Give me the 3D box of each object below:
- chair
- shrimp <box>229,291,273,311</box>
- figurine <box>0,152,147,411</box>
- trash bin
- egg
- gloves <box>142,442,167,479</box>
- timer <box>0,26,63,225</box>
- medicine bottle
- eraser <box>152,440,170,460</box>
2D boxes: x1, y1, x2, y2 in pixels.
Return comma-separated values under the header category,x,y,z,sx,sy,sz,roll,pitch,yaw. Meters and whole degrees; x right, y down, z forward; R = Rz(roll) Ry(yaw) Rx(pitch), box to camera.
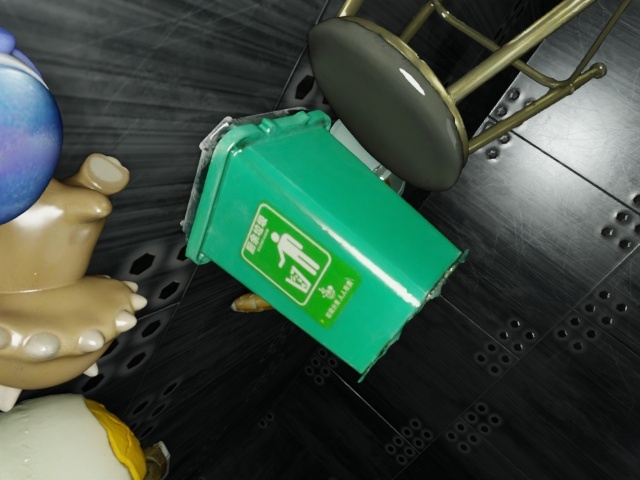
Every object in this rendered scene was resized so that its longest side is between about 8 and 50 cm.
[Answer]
category,x,y,z,sx,sy,sz,roll,pitch,yaw
chair,0.222,-0.317,0.647,0.410,0.362,0.365,-45,164,-4
shrimp,-0.056,0.137,1.177,0.271,0.085,0.444,-18,174,38
figurine,-0.265,0.043,0.434,0.247,0.173,0.177,-51,164,4
trash bin,0.010,-0.011,0.685,0.295,0.381,0.259,-32,157,-50
egg,-0.429,0.342,0.620,0.336,0.201,0.337,-26,173,-3
gloves,-0.528,0.664,1.203,0.141,0.154,0.331,-48,172,-13
timer,-0.263,-0.051,0.163,0.271,0.270,0.383,-54,178,16
medicine bottle,0.114,-0.176,1.013,0.158,0.158,0.318,-50,165,2
eraser,-0.589,0.813,1.541,0.089,0.061,0.352,-38,161,-41
